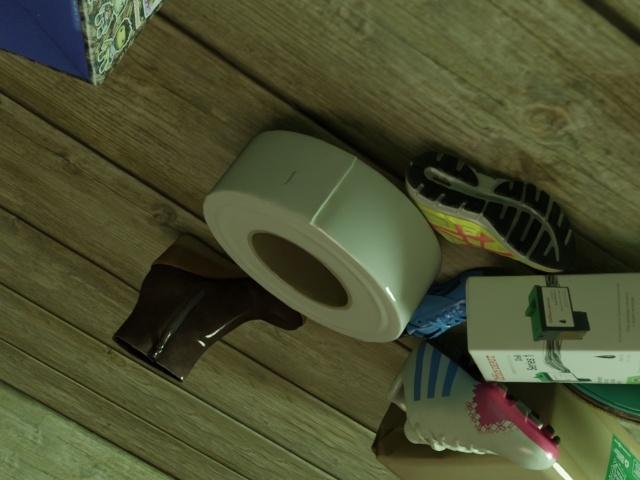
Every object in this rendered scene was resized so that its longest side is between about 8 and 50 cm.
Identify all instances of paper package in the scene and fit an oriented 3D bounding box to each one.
[{"bbox_3d":[0.305,0.341,1.292,0.309,0.168,0.325,-15,129,46],"label":"paper package"}]

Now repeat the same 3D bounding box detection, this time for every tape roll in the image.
[{"bbox_3d":[0.000,0.000,1.018,0.286,0.100,0.286,31,158,14],"label":"tape roll"}]

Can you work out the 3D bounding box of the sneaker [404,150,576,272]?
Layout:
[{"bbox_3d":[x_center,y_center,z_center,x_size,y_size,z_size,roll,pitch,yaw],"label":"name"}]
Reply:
[{"bbox_3d":[0.185,-0.024,0.947,0.208,0.081,0.094,30,156,4],"label":"sneaker"}]

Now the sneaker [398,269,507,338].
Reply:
[{"bbox_3d":[0.167,0.095,1.116,0.209,0.082,0.069,-16,127,45],"label":"sneaker"}]

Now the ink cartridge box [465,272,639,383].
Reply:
[{"bbox_3d":[0.284,0.103,0.964,0.219,0.093,0.160,-3,157,18],"label":"ink cartridge box"}]

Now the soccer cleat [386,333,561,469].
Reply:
[{"bbox_3d":[0.191,0.240,1.124,0.116,0.143,0.331,41,180,-21],"label":"soccer cleat"}]

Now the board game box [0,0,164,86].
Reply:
[{"bbox_3d":[-0.198,-0.290,0.615,0.232,0.291,0.141,21,147,6],"label":"board game box"}]

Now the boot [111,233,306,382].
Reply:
[{"bbox_3d":[-0.160,0.127,1.264,0.248,0.207,0.090,31,148,-8],"label":"boot"}]

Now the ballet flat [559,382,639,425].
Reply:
[{"bbox_3d":[0.455,0.181,1.021,0.348,0.123,0.123,4,142,30],"label":"ballet flat"}]
